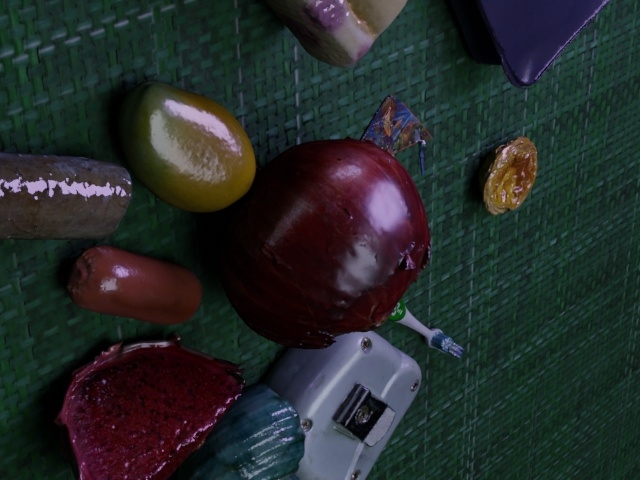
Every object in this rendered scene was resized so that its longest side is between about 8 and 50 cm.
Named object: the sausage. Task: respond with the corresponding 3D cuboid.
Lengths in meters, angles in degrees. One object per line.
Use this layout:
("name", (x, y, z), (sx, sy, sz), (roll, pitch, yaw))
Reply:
("sausage", (-0.211, 0.054, 1.459), (0.194, 0.077, 0.077), (19, 97, -50))

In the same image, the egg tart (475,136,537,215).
("egg tart", (0.281, -0.103, 1.931), (0.130, 0.052, 0.130), (-27, 132, -35))

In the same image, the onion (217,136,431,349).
("onion", (0.000, 0.000, 1.537), (0.276, 0.276, 0.276), (-26, 130, -37))

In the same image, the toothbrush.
("toothbrush", (0.097, 0.093, 1.861), (0.418, 0.040, 0.042), (36, 82, -47))

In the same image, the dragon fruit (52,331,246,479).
("dragon fruit", (-0.227, 0.212, 1.510), (0.274, 0.161, 0.126), (-41, 172, -41))

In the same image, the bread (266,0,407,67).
("bread", (-0.024, -0.354, 1.359), (0.187, 0.155, 0.338), (-50, 143, -2))

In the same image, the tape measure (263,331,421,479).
("tape measure", (0.025, 0.241, 1.791), (0.243, 0.125, 0.246), (-59, 142, -5))

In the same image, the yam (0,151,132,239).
("yam", (-0.309, -0.044, 1.277), (0.259, 0.093, 0.093), (0, 111, -48))

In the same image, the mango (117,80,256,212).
("mango", (-0.151, -0.106, 1.414), (0.130, 0.092, 0.195), (-50, 136, -12))

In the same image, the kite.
("kite", (0.096, -0.127, 1.742), (0.183, 0.010, 0.160), (-27, 130, -37))

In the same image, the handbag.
("handbag", (0.279, -0.401, 1.703), (0.269, 0.118, 0.326), (-44, 140, -11))

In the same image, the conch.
("conch", (-0.096, 0.316, 1.667), (0.202, 0.196, 0.134), (55, 36, -8))
